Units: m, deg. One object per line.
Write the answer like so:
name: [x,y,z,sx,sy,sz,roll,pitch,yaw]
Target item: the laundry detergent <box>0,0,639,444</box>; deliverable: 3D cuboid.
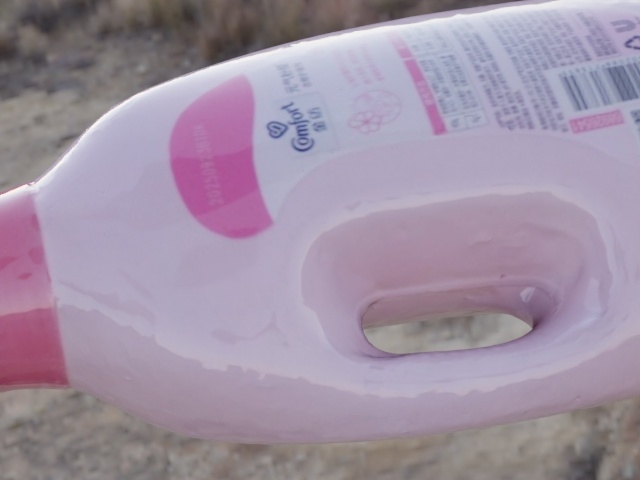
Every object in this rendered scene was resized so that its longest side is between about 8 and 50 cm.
laundry detergent: [0.000,0.000,0.589,0.335,0.088,0.159,-11,56,-9]
